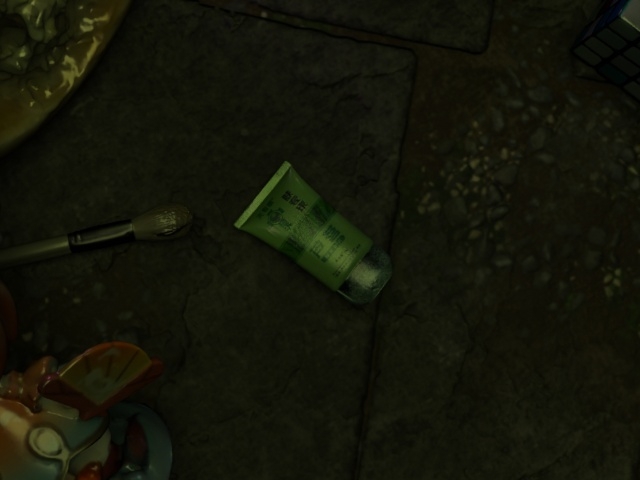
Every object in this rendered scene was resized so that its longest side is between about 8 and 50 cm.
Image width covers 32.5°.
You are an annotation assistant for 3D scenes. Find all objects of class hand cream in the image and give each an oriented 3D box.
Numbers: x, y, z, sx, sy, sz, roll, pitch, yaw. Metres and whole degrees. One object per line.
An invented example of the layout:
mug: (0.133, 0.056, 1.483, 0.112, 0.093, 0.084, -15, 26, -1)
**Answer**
hand cream: (0.000, 0.000, 1.223, 0.175, 0.046, 0.095, 39, 83, 0)

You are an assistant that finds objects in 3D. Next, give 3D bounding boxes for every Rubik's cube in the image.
Rubik's cube: (0.404, -0.249, 1.247, 0.155, 0.154, 0.151, 36, 81, -2)

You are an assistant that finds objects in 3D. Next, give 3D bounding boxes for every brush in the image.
brush: (-0.284, 0.009, 1.191, 0.299, 0.039, 0.042, -14, 87, -8)

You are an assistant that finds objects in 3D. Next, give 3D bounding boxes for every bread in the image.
bread: (-0.328, -0.272, 1.068, 0.245, 0.329, 0.424, 33, 92, -3)

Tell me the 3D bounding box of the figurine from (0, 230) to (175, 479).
figurine: (-0.321, 0.116, 1.017, 0.276, 0.248, 0.388, -37, 131, 7)
